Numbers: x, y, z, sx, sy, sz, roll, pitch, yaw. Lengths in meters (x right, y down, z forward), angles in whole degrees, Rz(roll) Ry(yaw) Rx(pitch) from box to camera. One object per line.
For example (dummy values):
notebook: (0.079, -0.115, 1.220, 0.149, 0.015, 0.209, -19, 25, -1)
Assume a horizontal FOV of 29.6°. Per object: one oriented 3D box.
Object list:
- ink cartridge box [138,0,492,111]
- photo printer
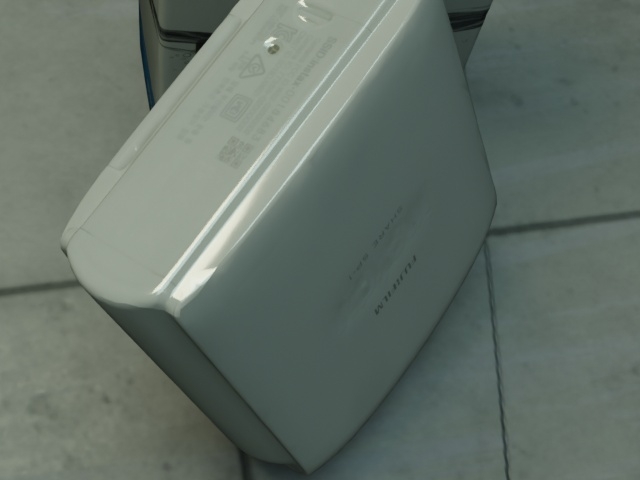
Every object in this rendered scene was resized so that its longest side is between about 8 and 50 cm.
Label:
ink cartridge box: (-0.008, -0.180, 0.826, 0.223, 0.307, 0.129, -6, 66, -10)
photo printer: (0.000, 0.000, 0.751, 0.107, 0.307, 0.256, 28, 72, 28)
